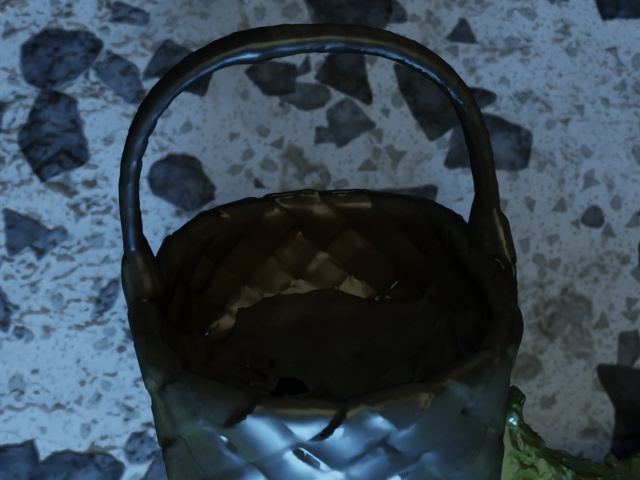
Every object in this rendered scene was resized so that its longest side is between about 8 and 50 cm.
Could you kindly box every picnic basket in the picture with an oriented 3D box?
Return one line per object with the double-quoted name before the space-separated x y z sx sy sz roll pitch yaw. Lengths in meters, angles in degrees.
"picnic basket" 0.000 0.000 0.546 0.293 0.337 0.337 -6 84 -6

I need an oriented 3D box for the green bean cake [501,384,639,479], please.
"green bean cake" 0.229 0.253 0.662 0.236 0.124 0.233 14 84 -3
